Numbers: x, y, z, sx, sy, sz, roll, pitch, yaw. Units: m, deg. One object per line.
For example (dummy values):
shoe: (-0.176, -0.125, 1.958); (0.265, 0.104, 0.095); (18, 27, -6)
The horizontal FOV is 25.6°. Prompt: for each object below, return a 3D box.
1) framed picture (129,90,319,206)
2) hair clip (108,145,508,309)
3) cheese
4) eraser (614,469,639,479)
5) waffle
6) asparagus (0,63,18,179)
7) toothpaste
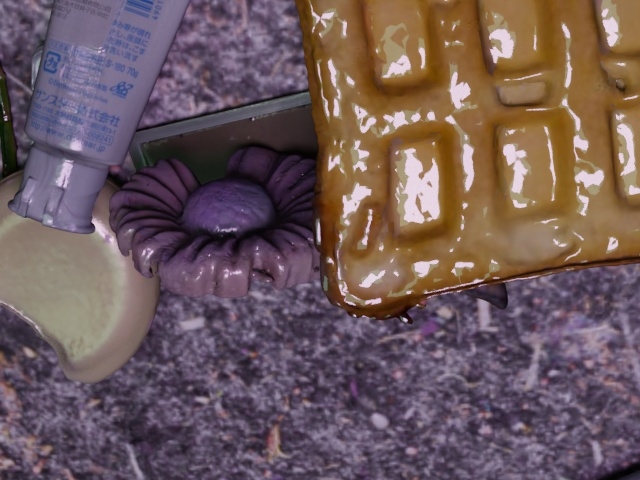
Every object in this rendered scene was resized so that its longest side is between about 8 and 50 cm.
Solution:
framed picture: (-0.044, -0.039, 1.086); (0.183, 0.011, 0.142); (-12, 114, 14)
hair clip: (0.004, -0.006, 1.011); (0.300, 0.173, 0.069); (8, 115, -19)
cheese: (-0.182, -0.017, 1.086); (0.163, 0.071, 0.249); (24, 108, -8)
eraser: (0.341, 0.233, 1.119); (0.227, 0.081, 0.174); (-27, 113, 20)
waffle: (0.155, -0.117, 0.901); (0.348, 0.077, 0.304); (-8, 99, 2)
asparagus: (-0.248, -0.113, 1.081); (0.016, 0.016, 0.163); (10, 120, 26)
toothpaste: (-0.145, -0.155, 0.994); (0.114, 0.073, 0.299); (19, 97, -1)
